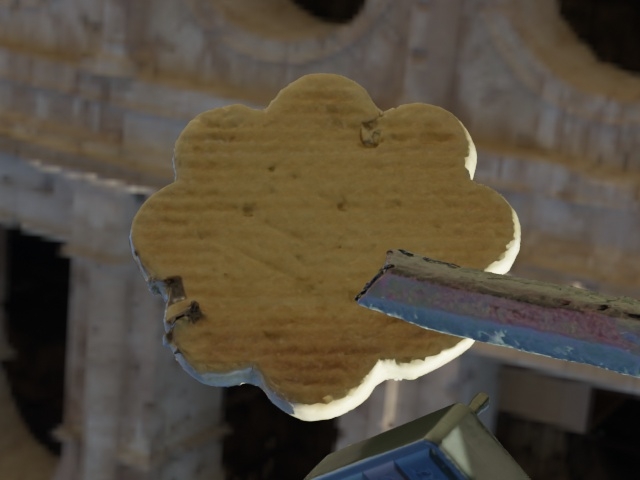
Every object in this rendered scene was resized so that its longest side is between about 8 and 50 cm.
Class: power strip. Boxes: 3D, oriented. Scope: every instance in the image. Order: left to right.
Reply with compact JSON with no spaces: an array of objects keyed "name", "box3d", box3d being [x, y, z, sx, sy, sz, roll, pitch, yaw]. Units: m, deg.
[{"name":"power strip","box3d":[0.085,0.191,1.168,0.061,0.145,0.216,-42,-175,-29]}]

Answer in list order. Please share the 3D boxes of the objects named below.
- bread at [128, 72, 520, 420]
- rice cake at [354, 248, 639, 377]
[{"name":"bread","box3d":[0.000,0.000,1.342,0.316,0.054,0.316,-1,-123,2]},{"name":"rice cake","box3d":[0.107,0.036,0.794,0.208,0.033,0.033,12,-165,35]}]
